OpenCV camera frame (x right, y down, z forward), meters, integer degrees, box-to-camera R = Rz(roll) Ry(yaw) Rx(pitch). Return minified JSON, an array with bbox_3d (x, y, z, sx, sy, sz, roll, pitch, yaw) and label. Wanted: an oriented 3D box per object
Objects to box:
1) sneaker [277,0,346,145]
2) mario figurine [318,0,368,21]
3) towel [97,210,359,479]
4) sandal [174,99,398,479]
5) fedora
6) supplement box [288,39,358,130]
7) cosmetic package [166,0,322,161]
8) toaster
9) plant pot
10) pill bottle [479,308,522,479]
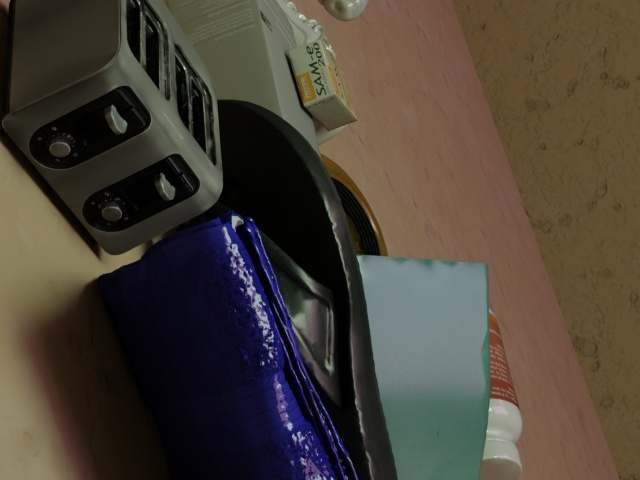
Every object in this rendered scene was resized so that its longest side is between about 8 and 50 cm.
[{"bbox_3d":[-0.048,-0.215,1.928,0.110,0.118,0.292,36,34,-62],"label":"sneaker"},{"bbox_3d":[-0.007,-0.394,2.209,0.198,0.170,0.320,26,21,-16],"label":"mario figurine"},{"bbox_3d":[-0.049,0.139,1.273,0.227,0.076,0.308,-21,-91,65],"label":"towel"},{"bbox_3d":[-0.042,0.082,1.462,0.107,0.167,0.446,1,67,-49],"label":"sandal"},{"bbox_3d":[0.000,0.000,1.862,0.194,0.079,0.194,49,27,-36],"label":"fedora"},{"bbox_3d":[0.003,-0.154,1.795,0.098,0.036,0.062,38,34,-72],"label":"supplement box"},{"bbox_3d":[-0.071,-0.137,1.758,0.127,0.107,0.238,52,18,-57],"label":"cosmetic package"},{"bbox_3d":[-0.160,-0.110,1.378,0.186,0.110,0.168,-97,160,-46],"label":"toaster"},{"bbox_3d":[0.044,0.145,1.572,0.165,0.166,0.234,4,77,-39],"label":"plant pot"},{"bbox_3d":[0.172,0.188,2.129,0.121,0.121,0.216,50,23,-50],"label":"pill bottle"}]
